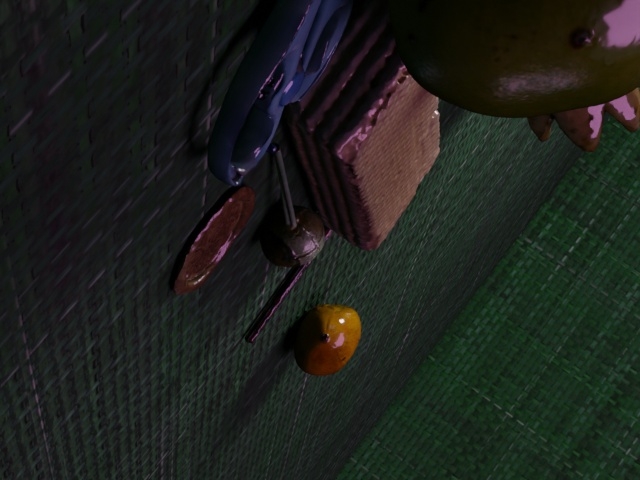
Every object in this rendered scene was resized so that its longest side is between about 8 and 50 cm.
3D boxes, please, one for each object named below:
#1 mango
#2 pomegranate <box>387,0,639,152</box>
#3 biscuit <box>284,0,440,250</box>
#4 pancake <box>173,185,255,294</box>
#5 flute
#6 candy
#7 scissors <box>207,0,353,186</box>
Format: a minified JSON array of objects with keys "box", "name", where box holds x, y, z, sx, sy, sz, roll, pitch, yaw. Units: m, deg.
[{"box":[0.008,0.123,2.009,0.098,0.075,0.190,-48,176,-4],"name":"mango"},{"box":[0.202,-0.208,1.200,0.310,0.216,0.359,-62,144,-31],"name":"pomegranate"},{"box":[0.048,-0.096,1.478,0.144,0.078,0.426,-54,170,-8],"name":"biscuit"},{"box":[-0.090,0.000,1.352,0.115,0.011,0.115,-52,167,-17],"name":"pancake"},{"box":[0.000,0.000,1.744,0.269,0.014,0.014,-54,170,-3],"name":"flute"},{"box":[-0.031,-0.034,1.438,0.061,0.061,0.202,-51,161,-17],"name":"candy"},{"box":[0.000,-0.189,1.085,0.180,0.032,0.393,-55,172,-40],"name":"scissors"}]
